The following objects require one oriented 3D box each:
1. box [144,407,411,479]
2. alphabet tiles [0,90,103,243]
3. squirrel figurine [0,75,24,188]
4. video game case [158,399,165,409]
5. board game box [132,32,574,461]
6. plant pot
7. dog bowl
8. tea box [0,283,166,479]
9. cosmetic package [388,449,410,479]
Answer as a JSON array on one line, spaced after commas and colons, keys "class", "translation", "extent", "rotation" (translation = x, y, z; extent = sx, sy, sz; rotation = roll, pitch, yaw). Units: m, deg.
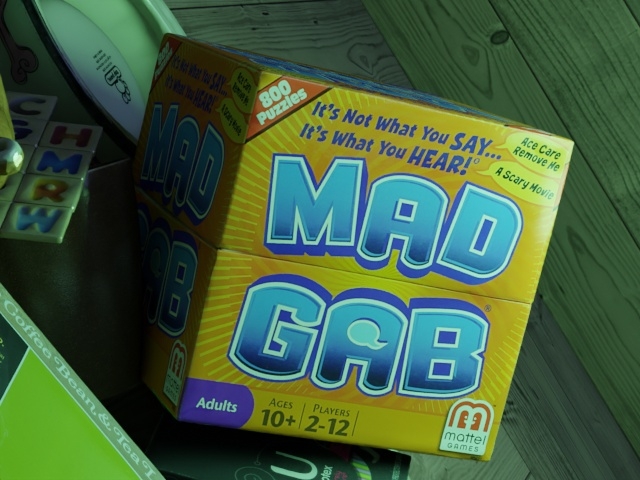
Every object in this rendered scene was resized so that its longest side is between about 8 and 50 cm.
[{"class": "box", "translation": [-0.057, 0.284, 1.737], "extent": [0.270, 0.143, 0.165], "rotation": [15, 24, 1]}, {"class": "alphabet tiles", "translation": [-0.368, -0.072, 1.594], "extent": [0.342, 0.285, 0.011], "rotation": [-84, 180, -60]}, {"class": "squirrel figurine", "translation": [-0.433, -0.081, 1.316], "extent": [0.370, 0.281, 0.397], "rotation": [30, 48, -25]}, {"class": "video game case", "translation": [-0.194, 0.115, 2.042], "extent": [0.201, 0.023, 0.183], "rotation": [57, 19, -2]}, {"class": "board game box", "translation": [0.000, 0.000, 1.818], "extent": [0.356, 0.356, 0.356], "rotation": [11, 8, -23]}, {"class": "plant pot", "translation": [-0.270, 0.052, 1.720], "extent": [0.215, 0.215, 0.230], "rotation": [-33, 109, -71]}, {"class": "dog bowl", "translation": [-0.295, -0.207, 2.086], "extent": [0.408, 0.150, 0.408], "rotation": [49, 21, -26]}, {"class": "tea box", "translation": [-0.300, 0.234, 1.303], "extent": [0.329, 0.220, 0.323], "rotation": [53, 21, -16]}, {"class": "cosmetic package", "translation": [-0.001, 0.228, 2.114], "extent": [0.129, 0.153, 0.296], "rotation": [58, 8, -71]}]
